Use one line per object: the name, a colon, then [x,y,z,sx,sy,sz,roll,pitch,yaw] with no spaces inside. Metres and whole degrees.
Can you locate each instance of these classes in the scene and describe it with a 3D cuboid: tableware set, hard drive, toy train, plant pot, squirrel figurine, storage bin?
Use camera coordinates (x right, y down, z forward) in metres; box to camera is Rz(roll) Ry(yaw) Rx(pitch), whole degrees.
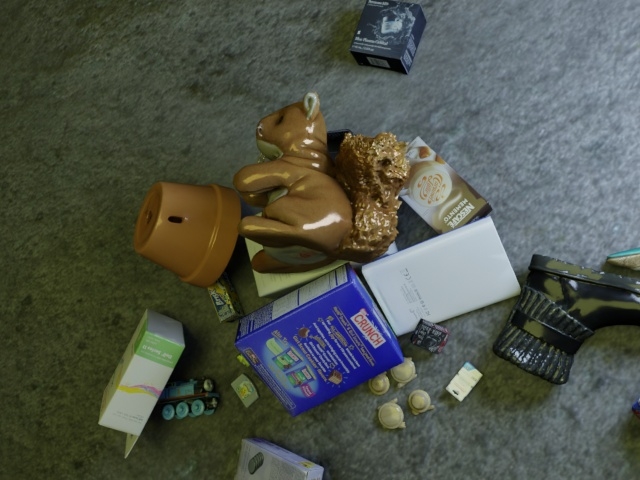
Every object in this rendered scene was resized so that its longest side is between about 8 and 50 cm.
tableware set: [0.193,0.380,1.396,0.141,0.020,0.169,-27,74,18]
hard drive: [0.287,0.092,1.331,0.318,0.040,0.210,-23,113,17]
toy train: [-0.375,0.446,1.580,0.184,0.080,0.105,-14,71,19]
plant pot: [-0.373,-0.033,1.517,0.291,0.203,0.291,-31,51,46]
squirrel figurine: [0.005,-0.139,1.277,0.397,0.281,0.370,-1,69,8]
storage bin: [0.018,-0.226,1.527,0.180,0.084,0.122,-2,80,20]

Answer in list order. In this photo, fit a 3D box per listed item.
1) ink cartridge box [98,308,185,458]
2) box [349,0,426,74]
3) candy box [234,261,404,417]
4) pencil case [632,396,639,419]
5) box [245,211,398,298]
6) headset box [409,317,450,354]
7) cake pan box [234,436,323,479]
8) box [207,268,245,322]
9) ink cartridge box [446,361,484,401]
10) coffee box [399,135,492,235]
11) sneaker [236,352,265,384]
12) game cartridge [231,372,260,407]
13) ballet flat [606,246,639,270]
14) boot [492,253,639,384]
ink cartridge box: [-0.514,0.394,1.564,0.119,0.207,0.353,26,92,-19]
box: [0.182,-0.553,1.509,0.156,0.093,0.158,18,88,23]
candy box: [0.000,0.242,1.349,0.317,0.122,0.268,-28,114,10]
pencil case: [0.757,0.429,1.106,0.119,0.133,0.306,-25,72,-14]
box: [0.000,0.000,1.452,0.345,0.168,0.215,-21,74,18]
headset box: [0.270,0.235,1.360,0.083,0.032,0.062,22,106,-6]
cake pan box: [-0.122,0.666,1.412,0.245,0.070,0.267,4,82,43]
box: [-0.279,0.149,1.597,0.054,0.059,0.169,-28,72,14]
ink cartridge box: [0.345,0.337,1.337,0.048,0.028,0.083,40,97,22]
coffee box: [0.287,-0.121,1.394,0.141,0.098,0.246,-46,69,9]
sneaker: [-0.072,0.271,1.486,0.300,0.111,0.121,-35,90,13]
game cartridge: [-0.206,0.413,1.551,0.056,0.017,0.083,-43,69,6]
ballet flat: [0.736,0.034,1.212,0.206,0.073,0.067,-20,89,21]
boot: [0.578,0.200,1.211,0.348,0.131,0.260,18,85,29]
